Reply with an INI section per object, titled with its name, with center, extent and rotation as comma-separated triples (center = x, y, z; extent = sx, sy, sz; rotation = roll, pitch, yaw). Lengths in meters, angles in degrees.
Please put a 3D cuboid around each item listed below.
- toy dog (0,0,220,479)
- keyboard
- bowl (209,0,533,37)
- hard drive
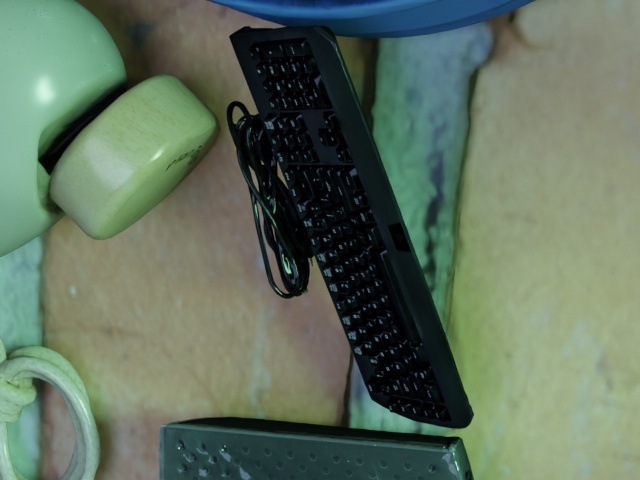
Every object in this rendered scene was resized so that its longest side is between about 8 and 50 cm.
[toy dog]
center = -0.197, -0.006, 0.748
extent = 0.220, 0.161, 0.334
rotation = 31, 116, 17
[keyboard]
center = 0.000, 0.000, 0.688
extent = 0.100, 0.038, 0.192
rotation = 8, 123, 58
[bowl]
center = 0.004, -0.273, 0.619
extent = 0.391, 0.077, 0.391
rotation = 8, 107, 26
[hard drive]
center = 0.011, 0.208, 0.760
extent = 0.172, 0.054, 0.255
rotation = 1, 104, 27
